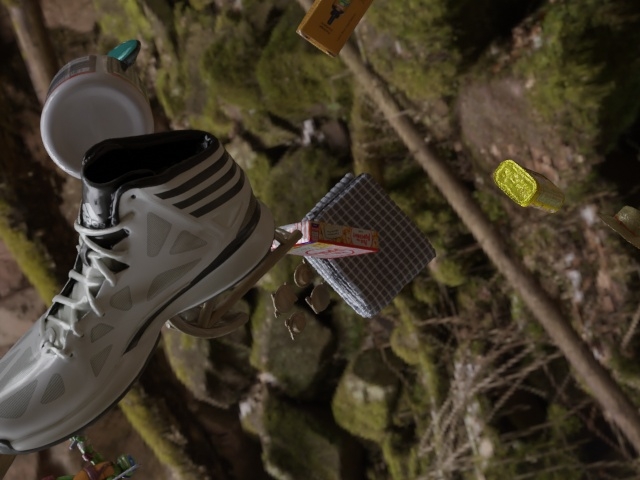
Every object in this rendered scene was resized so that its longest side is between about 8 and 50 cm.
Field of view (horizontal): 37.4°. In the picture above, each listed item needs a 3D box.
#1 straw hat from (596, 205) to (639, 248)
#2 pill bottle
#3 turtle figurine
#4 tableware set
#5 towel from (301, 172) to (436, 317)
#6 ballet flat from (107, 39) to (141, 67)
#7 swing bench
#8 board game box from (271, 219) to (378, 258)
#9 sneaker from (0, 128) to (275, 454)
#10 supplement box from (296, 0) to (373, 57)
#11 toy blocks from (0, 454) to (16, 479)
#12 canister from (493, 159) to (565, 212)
[{"bbox_3d":[0.702,-0.042,2.141,0.144,0.061,0.144,31,-161,-12],"label":"straw hat"},{"bbox_3d":[-0.450,-0.263,1.916,0.363,0.210,0.210,-122,13,-67],"label":"pill bottle"},{"bbox_3d":[-0.565,0.531,2.185,0.198,0.266,0.275,56,159,17],"label":"turtle figurine"},{"bbox_3d":[-0.044,0.131,2.127,0.169,0.020,0.141,-47,-54,-33],"label":"tableware set"},{"bbox_3d":[0.101,0.007,2.201,0.284,0.235,0.121,48,166,-9],"label":"towel"},{"bbox_3d":[-0.471,-0.389,2.143,0.070,0.188,0.070,55,-162,-28],"label":"ballet flat"},{"bbox_3d":[-0.215,0.026,1.614,0.253,0.255,0.165,23,168,46],"label":"swing bench"},{"bbox_3d":[0.000,0.000,1.922,0.193,0.147,0.045,8,-103,-42],"label":"board game box"},{"bbox_3d":[-0.272,0.032,1.104,0.169,0.447,0.257,36,163,38],"label":"sneaker"},{"bbox_3d":[0.054,-0.421,1.562,0.078,0.233,0.080,33,-173,-15],"label":"supplement box"},{"bbox_3d":[-0.712,0.384,1.659,0.191,0.381,0.261,82,-151,-54],"label":"toy blocks"},{"bbox_3d":[0.524,-0.131,2.358,0.170,0.073,0.126,12,-150,-50],"label":"canister"}]
